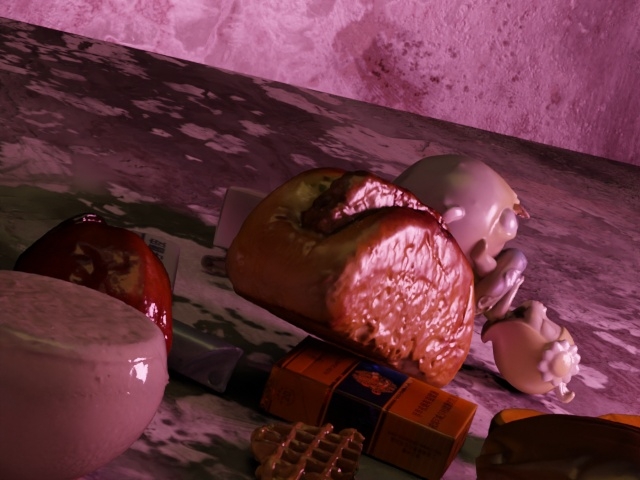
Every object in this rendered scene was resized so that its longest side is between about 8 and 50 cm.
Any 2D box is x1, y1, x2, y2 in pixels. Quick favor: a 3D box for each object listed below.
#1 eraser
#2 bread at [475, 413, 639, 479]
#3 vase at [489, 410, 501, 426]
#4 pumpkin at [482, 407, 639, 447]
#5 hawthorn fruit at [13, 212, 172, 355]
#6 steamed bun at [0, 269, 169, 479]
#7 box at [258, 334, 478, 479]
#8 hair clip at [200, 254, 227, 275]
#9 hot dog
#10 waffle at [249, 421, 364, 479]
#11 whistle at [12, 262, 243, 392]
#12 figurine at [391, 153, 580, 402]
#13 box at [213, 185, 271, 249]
[{"bbox_3d":[-0.255,0.048,2.188,0.124,0.068,0.210,17,16,-6],"label":"eraser"},{"bbox_3d":[0.279,0.295,1.628,0.279,0.225,0.250,21,14,26],"label":"bread"},{"bbox_3d":[0.251,0.252,2.077,0.053,0.053,0.100,11,12,-24],"label":"vase"},{"bbox_3d":[0.336,0.287,1.887,0.317,0.139,0.222,10,14,-30],"label":"pumpkin"},{"bbox_3d":[-0.247,0.084,1.849,0.189,0.190,0.251,10,21,-26],"label":"hawthorn fruit"},{"bbox_3d":[-0.295,0.141,1.604,0.282,0.177,0.283,14,10,-3],"label":"steamed bun"},{"bbox_3d":[0.061,0.201,2.009,0.237,0.070,0.152,20,15,11],"label":"box"},{"bbox_3d":[-0.065,0.058,2.432,0.225,0.034,0.072,17,11,3],"label":"hair clip"},{"bbox_3d":[0.061,0.032,2.097,0.185,0.223,0.405,15,-12,34],"label":"hot dog"},{"bbox_3d":[0.001,0.252,1.805,0.160,0.046,0.192,10,18,-27],"label":"waffle"},{"bbox_3d":[-0.241,0.101,2.028,0.312,0.062,0.062,23,16,17],"label":"whistle"},{"bbox_3d":[0.214,0.079,2.323,0.394,0.274,0.226,51,3,-7],"label":"figurine"},{"bbox_3d":[0.000,0.000,2.460,0.203,0.106,0.251,11,6,-45],"label":"box"}]
